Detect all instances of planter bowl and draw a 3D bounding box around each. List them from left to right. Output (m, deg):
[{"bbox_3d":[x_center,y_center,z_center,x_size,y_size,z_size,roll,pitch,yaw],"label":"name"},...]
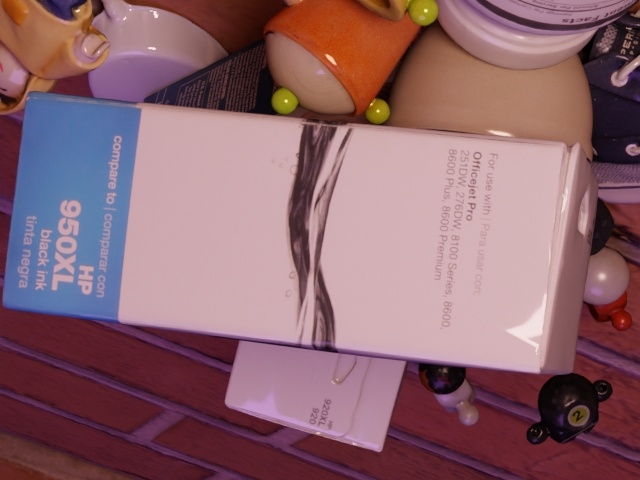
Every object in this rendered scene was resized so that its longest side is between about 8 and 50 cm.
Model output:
[{"bbox_3d":[0.131,-0.122,1.273,0.162,0.109,0.162,9,178,0],"label":"planter bowl"}]

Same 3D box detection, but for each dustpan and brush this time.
[{"bbox_3d":[-0.173,-0.188,1.542,0.147,0.060,0.211,-8,156,20],"label":"dustpan and brush"}]

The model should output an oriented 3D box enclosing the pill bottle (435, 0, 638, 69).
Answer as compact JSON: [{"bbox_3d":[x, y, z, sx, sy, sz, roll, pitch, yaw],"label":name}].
[{"bbox_3d":[0.161,-0.231,1.095,0.162,0.162,0.278,17,158,-2],"label":"pill bottle"}]

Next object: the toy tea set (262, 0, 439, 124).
[{"bbox_3d":[-0.065,-0.210,1.191,0.336,0.124,0.200,38,168,14],"label":"toy tea set"}]

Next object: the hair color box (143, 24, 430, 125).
[{"bbox_3d":[0.005,-0.100,1.495,0.174,0.105,0.347,32,143,-34],"label":"hair color box"}]

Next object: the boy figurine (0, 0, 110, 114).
[{"bbox_3d":[-0.257,-0.207,1.469,0.177,0.092,0.285,45,150,3],"label":"boy figurine"}]

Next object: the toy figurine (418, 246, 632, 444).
[{"bbox_3d":[0.206,0.095,1.727,0.210,0.213,0.148,15,169,13],"label":"toy figurine"}]

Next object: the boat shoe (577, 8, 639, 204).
[{"bbox_3d":[0.294,-0.118,1.305,0.158,0.127,0.341,37,149,-29],"label":"boat shoe"}]

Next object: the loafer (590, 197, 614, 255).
[{"bbox_3d":[0.190,-0.048,1.610,0.223,0.076,0.078,23,-168,-33],"label":"loafer"}]

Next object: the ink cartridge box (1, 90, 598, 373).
[{"bbox_3d":[0.000,0.000,1.286,0.395,0.166,0.285,6,178,13],"label":"ink cartridge box"}]

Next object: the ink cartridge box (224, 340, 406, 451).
[{"bbox_3d":[0.015,0.088,1.755,0.168,0.171,0.232,15,-169,4],"label":"ink cartridge box"}]
